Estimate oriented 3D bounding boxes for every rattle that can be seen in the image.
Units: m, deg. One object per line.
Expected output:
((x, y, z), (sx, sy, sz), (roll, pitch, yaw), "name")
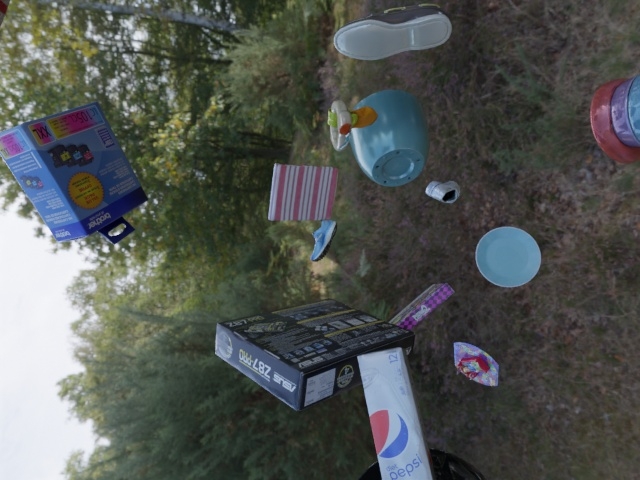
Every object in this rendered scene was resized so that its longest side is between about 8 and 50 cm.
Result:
((0.094, -0.277, 1.062), (0.199, 0.143, 0.130), (-132, 54, -72), "rattle")

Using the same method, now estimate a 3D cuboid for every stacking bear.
((0.671, -0.251, 0.767), (0.289, 0.164, 0.175), (-1, 89, 62), "stacking bear")

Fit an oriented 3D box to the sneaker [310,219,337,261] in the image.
((0.000, 0.000, 1.532), (0.162, 0.073, 0.063), (-65, -16, -12), "sneaker")

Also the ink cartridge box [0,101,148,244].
((-0.708, -0.177, 1.287), (0.270, 0.151, 0.395), (-55, -47, -53), "ink cartridge box")

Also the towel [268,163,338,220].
((-0.043, -0.123, 1.106), (0.029, 0.197, 0.144), (29, 116, 50), "towel")

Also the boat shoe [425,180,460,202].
((0.461, -0.165, 1.564), (0.076, 0.226, 0.083), (43, 122, 30), "boat shoe")

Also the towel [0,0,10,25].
((-0.479, -0.261, 0.512), (0.237, 0.037, 0.329), (-162, 94, -81), "towel")

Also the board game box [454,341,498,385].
((0.440, 0.369, 1.242), (0.033, 0.133, 0.168), (-42, -46, -29), "board game box")

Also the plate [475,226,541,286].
((0.577, 0.051, 1.331), (0.024, 0.188, 0.188), (39, -127, -74), "plate")

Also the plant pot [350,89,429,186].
((0.250, -0.334, 1.516), (0.293, 0.293, 0.235), (102, 164, -54), "plant pot")

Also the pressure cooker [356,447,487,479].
((0.269, 0.715, 0.924), (0.420, 0.370, 0.375), (63, -157, -23), "pressure cooker")

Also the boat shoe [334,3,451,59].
((0.200, -0.601, 1.227), (0.116, 0.324, 0.096), (73, -165, -54), "boat shoe")

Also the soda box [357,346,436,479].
((0.149, 0.355, 0.821), (0.098, 0.091, 0.286), (44, -147, -69), "soda box")

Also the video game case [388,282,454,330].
((0.284, 0.218, 1.307), (0.042, 0.232, 0.210), (50, 177, 8), "video game case")

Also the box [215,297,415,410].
((-0.008, 0.253, 1.069), (0.318, 0.395, 0.097), (17, 106, 43), "box")
